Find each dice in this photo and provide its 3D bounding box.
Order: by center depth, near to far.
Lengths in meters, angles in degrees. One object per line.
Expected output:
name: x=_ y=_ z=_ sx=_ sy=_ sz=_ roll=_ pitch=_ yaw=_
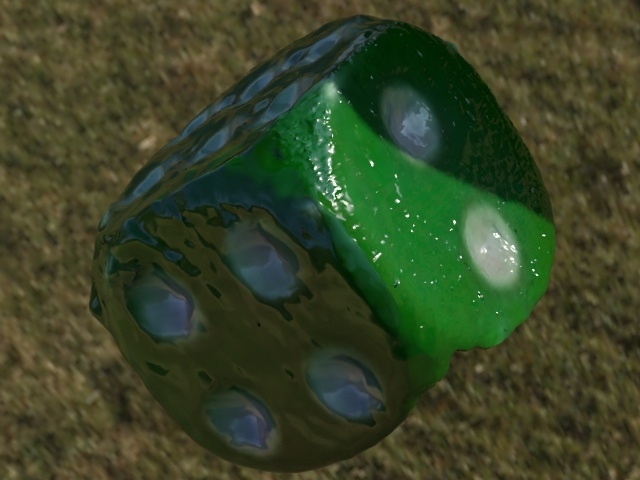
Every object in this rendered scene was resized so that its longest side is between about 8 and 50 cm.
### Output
dice: x=0.000 y=0.000 z=0.620 sx=0.128 sy=0.120 sz=0.131 roll=-25 pitch=18 yaw=41
